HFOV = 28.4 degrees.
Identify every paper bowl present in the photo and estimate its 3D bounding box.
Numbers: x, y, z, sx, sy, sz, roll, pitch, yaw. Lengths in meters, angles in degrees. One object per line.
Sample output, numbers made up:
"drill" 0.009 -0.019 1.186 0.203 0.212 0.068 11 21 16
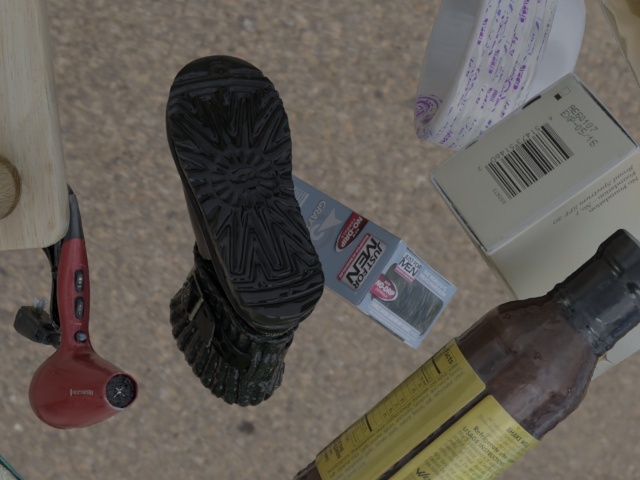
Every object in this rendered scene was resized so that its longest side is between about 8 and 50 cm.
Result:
"paper bowl" 0.229 -0.241 1.587 0.148 0.284 0.284 17 97 -8

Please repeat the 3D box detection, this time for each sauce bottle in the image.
"sauce bottle" 0.133 0.128 1.016 0.344 0.111 0.111 -40 129 9

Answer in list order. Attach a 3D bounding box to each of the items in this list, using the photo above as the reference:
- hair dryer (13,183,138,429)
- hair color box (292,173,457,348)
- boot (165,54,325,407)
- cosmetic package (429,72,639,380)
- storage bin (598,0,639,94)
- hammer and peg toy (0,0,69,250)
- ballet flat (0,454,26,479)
"hair dryer" -0.268 0.090 1.315 0.080 0.293 0.223 -11 130 -31
"hair color box" 0.000 0.000 1.851 0.113 0.374 0.185 -56 141 -3
"boot" -0.107 -0.005 1.436 0.131 0.348 0.260 -6 156 -16
"cosmetic package" 0.236 0.002 1.180 0.160 0.113 0.309 -36 142 5
"storage bin" 0.415 -0.166 1.321 0.123 0.260 0.262 -25 103 7
"hammer and peg toy" -0.265 -0.165 0.640 0.266 0.127 0.361 -3 99 2
"ballet flat" -0.365 0.326 1.562 0.168 0.057 0.052 43 75 -2
